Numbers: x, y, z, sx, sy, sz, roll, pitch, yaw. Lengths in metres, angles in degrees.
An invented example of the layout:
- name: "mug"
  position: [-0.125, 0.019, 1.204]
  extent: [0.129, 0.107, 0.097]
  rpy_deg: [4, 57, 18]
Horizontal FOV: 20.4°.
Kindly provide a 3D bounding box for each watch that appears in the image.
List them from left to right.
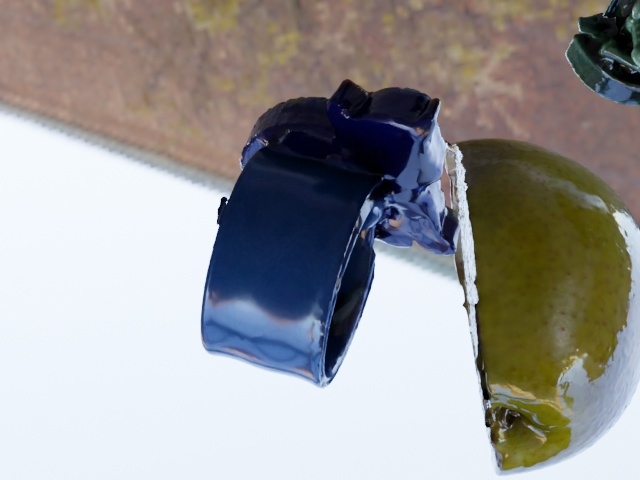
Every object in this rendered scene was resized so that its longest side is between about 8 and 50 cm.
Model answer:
- name: "watch"
  position: [-0.005, 0.002, 1.316]
  extent: [0.171, 0.196, 0.200]
  rpy_deg: [14, -116, 19]

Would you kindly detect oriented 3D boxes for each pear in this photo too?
- name: "pear"
  position: [0.242, 0.055, 1.840]
  extent: [0.191, 0.340, 0.386]
  rpy_deg: [-6, -137, 3]

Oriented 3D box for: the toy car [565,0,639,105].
- name: "toy car"
  position: [0.154, -0.063, 0.563]
  extent: [0.143, 0.073, 0.054]
  rpy_deg: [7, -124, -14]
